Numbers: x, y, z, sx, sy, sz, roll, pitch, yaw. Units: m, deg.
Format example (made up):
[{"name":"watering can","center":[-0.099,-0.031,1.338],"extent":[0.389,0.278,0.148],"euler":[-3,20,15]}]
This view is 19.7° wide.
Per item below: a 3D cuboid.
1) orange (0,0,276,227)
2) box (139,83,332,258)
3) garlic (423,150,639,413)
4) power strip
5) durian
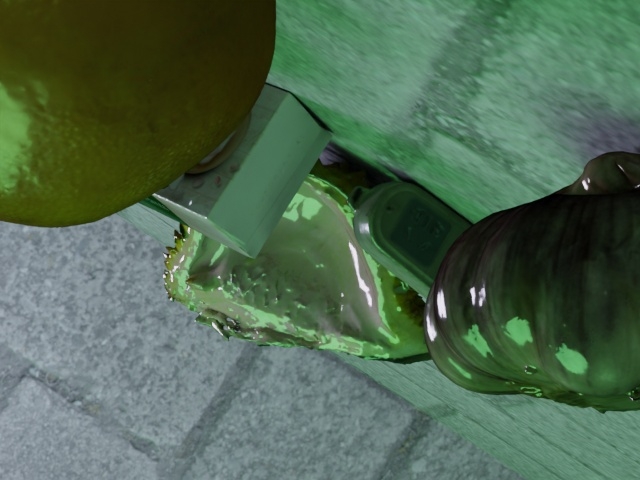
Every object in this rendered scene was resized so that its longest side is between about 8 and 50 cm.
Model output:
[{"name":"orange","center":[-0.154,-0.131,1.128],"extent":[0.261,0.261,0.261],"euler":[32,172,5]},{"name":"box","center":[-0.104,-0.083,1.656],"extent":[0.199,0.135,0.081],"euler":[24,168,42]},{"name":"garlic","center":[0.185,0.027,1.161],"extent":[0.245,0.160,0.245],"euler":[-2,171,0]},{"name":"power strip","center":[0.141,0.038,1.652],"extent":[0.286,0.080,0.048],"euler":[37,165,-18]},{"name":"durian","center":[-0.011,-0.009,1.736],"extent":[0.305,0.185,0.195],"euler":[19,148,29]}]
